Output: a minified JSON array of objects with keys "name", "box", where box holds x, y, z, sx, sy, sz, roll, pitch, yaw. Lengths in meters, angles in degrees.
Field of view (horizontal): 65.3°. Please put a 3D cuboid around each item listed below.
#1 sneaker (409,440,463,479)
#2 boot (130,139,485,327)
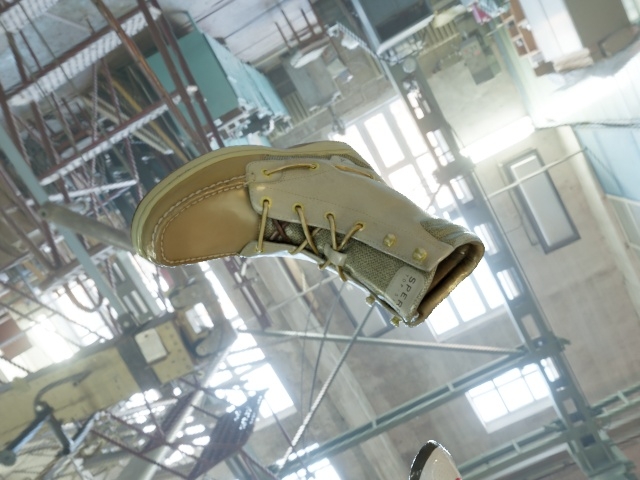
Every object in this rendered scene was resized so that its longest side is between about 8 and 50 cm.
[{"name":"sneaker","box":[0.231,0.428,0.762,0.145,0.270,0.090,13,-140,45]},{"name":"boot","box":[0.000,0.000,0.347,0.213,0.165,0.077,-20,137,-39]}]
